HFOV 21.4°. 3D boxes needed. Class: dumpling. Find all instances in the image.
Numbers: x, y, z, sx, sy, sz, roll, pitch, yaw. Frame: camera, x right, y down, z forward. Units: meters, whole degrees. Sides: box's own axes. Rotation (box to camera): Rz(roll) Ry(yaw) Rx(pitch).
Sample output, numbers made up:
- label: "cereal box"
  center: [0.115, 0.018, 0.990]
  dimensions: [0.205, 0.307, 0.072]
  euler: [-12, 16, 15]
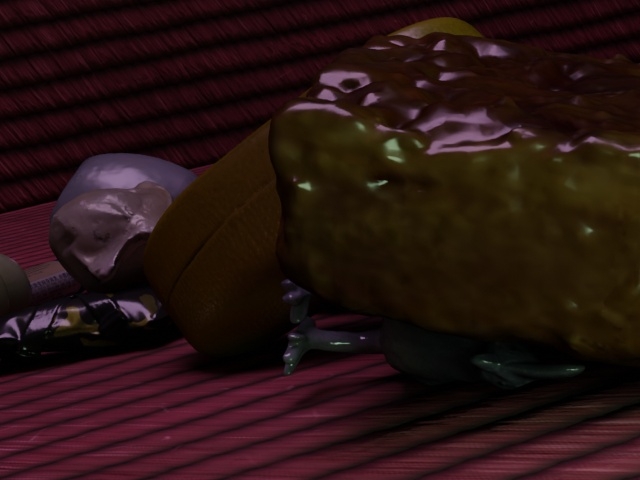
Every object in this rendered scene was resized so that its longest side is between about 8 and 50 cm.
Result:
- label: "dumpling"
  center: [-0.209, -0.006, 1.755]
  dimensions: [0.136, 0.118, 0.199]
  euler: [-31, 21, -6]

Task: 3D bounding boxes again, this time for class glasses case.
- label: "glasses case"
  center: [0.016, -0.039, 1.475]
  dimensions: [0.371, 0.141, 0.173]
  euler: [-38, -24, 5]

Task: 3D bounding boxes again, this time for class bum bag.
- label: "bum bag"
  center: [-0.234, 0.082, 1.682]
  dimensions: [0.232, 0.060, 0.107]
  euler: [-11, 10, 7]

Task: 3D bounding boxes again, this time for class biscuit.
- label: "biscuit"
  center: [0.179, -0.036, 1.195]
  dimensions: [0.395, 0.166, 0.342]
  euler: [9, 15, 12]

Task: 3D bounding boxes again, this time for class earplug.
- label: "earplug"
  center: [-0.144, -0.029, 1.929]
  dimensions: [0.325, 0.175, 0.214]
  euler: [-11, 2, 1]

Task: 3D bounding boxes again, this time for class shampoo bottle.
- label: "shampoo bottle"
  center: [-0.345, 0.057, 2.062]
  dimensions: [0.087, 0.050, 0.183]
  euler: [-9, 7, 39]

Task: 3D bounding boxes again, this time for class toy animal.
- label: "toy animal"
  center: [0.070, 0.054, 1.295]
  dimensions: [0.206, 0.081, 0.367]
  euler: [-6, 15, 1]

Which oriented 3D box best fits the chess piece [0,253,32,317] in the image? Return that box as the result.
- label: "chess piece"
  center: [-0.394, 0.068, 1.789]
  dimensions: [0.144, 0.144, 0.251]
  euler: [-9, 3, 15]
